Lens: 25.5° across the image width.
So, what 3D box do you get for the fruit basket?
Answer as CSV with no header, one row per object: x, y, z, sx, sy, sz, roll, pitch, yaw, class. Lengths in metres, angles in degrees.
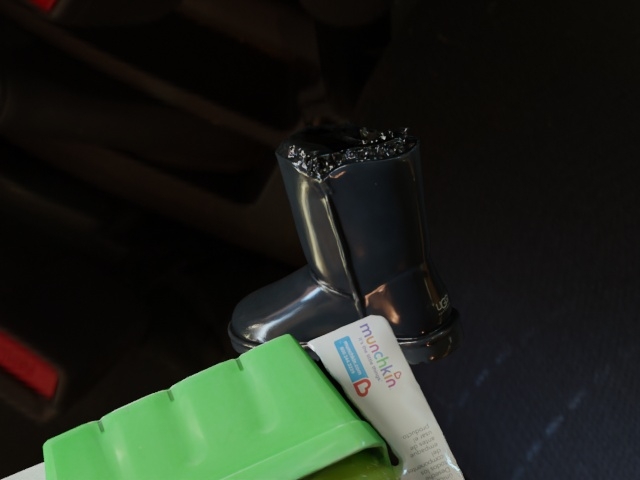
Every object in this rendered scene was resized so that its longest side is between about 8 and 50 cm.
-0.032,0.262,0.939,0.327,0.353,0.165,-25,162,-5,fruit basket

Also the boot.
0.000,0.000,1.236,0.247,0.094,0.207,0,115,38,boot
